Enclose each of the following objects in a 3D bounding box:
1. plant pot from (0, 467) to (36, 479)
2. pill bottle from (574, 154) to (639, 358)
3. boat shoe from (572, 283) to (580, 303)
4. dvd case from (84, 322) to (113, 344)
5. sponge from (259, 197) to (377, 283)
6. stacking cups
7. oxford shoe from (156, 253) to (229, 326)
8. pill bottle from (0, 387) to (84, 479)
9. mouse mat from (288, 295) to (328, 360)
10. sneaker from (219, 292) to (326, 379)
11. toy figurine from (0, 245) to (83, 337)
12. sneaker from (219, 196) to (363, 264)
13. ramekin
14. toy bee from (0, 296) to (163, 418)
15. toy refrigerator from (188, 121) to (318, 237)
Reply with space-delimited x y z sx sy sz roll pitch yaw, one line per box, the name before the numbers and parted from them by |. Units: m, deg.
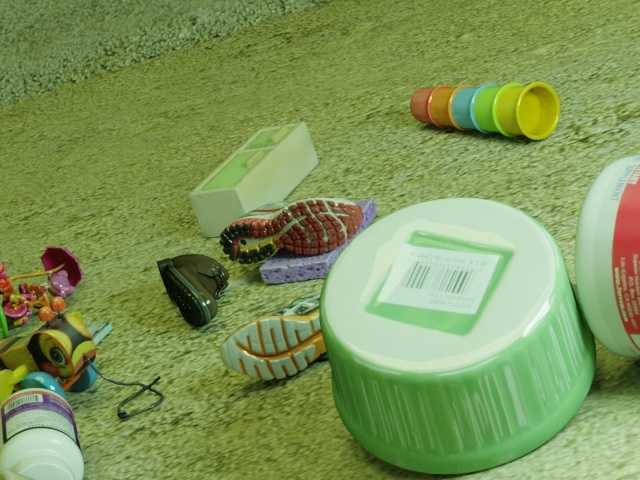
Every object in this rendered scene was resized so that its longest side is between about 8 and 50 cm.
plant pot | -0.338 0.345 1.459 0.284 0.191 0.284 -16 22 7
pill bottle | 0.491 0.018 1.484 0.407 0.229 0.229 -1 28 39
boat shoe | 0.209 0.110 1.722 0.228 0.080 0.076 -27 -2 1
dvd case | -0.387 0.155 2.189 0.119 0.013 0.087 -5 26 31
sponge | 0.000 0.000 2.207 0.117 0.031 0.210 -8 25 27
stacking cups | 0.266 -0.220 2.444 0.096 0.096 0.316 -32 21 -29
oxford shoe | -0.180 0.062 2.148 0.096 0.083 0.227 -19 22 -10
pill bottle | -0.348 0.267 1.764 0.108 0.108 0.193 -22 22 -6
mouse mat | 0.001 0.118 1.961 0.152 0.007 0.190 -10 25 24
sneaker | -0.031 0.120 1.878 0.214 0.084 0.083 -16 17 -15
toy figurine | -0.466 0.071 2.355 0.159 0.130 0.173 -16 42 -18
sneaker | -0.040 -0.031 2.152 0.225 0.088 0.093 -8 24 25
ramekin | 0.143 0.092 1.581 0.303 0.148 0.303 -11 43 10
toy bee | -0.365 0.152 1.983 0.298 0.162 0.195 -13 21 15
toy refrigerator | -0.113 -0.112 2.484 0.102 0.094 0.269 -6 25 31
